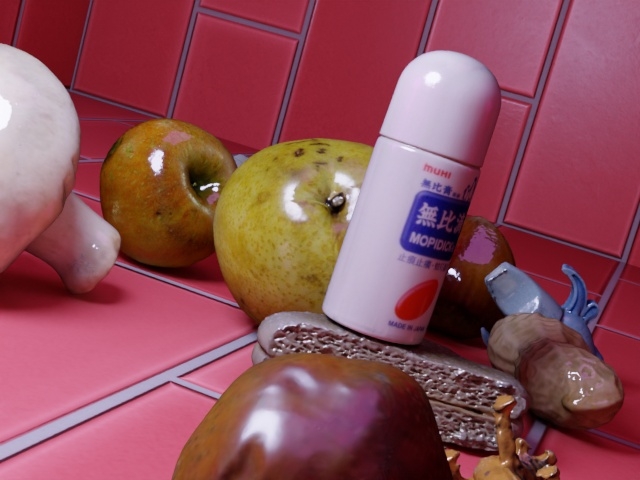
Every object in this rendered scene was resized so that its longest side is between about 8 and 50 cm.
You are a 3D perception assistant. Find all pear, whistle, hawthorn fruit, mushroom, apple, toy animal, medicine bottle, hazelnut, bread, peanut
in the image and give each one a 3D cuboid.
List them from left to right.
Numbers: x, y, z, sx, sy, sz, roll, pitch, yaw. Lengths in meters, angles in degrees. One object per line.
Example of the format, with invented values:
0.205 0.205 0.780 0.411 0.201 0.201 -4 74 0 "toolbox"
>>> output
-0.423 -0.065 1.384 0.315 0.356 0.315 -28 3 2 "mushroom"
-0.244 -0.071 1.763 0.237 0.236 0.208 6 -10 -44 "apple"
-0.009 0.196 0.788 0.208 0.208 0.248 18 22 13 "hawthorn fruit"
0.000 0.000 1.527 0.304 0.303 0.304 15 10 -3 "pear"
0.084 0.160 1.363 0.338 0.101 0.183 16 10 -2 "bread"
0.113 -0.056 1.318 0.130 0.340 0.130 18 6 -2 "medicine bottle"
0.240 0.059 1.858 0.208 0.208 0.208 15 10 -3 "hazelnut"
0.187 0.255 1.073 0.116 0.114 0.255 57 6 -15 "toy animal"
0.353 0.137 1.732 0.269 0.180 0.093 48 14 -15 "whistle"
0.327 0.180 1.554 0.136 0.120 0.298 -14 15 -6 "peanut"

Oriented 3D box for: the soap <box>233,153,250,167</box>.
-0.166 -0.088 2.215 0.094 0.150 0.261 17 9 -25 "soap"
